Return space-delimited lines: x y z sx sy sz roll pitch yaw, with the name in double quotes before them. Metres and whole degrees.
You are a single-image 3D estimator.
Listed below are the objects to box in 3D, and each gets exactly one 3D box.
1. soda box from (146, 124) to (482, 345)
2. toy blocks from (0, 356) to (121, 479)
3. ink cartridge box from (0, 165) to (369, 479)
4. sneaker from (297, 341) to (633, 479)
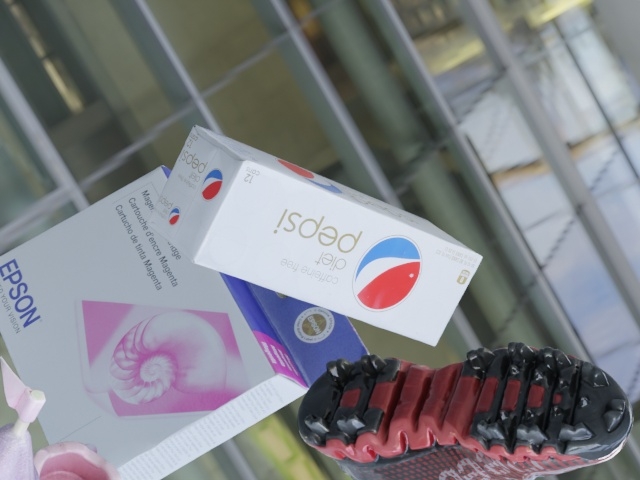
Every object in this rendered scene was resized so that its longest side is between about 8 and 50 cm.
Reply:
"soda box" 0.000 0.000 1.059 0.069 0.216 0.074 36 -78 51
"toy blocks" -0.147 0.253 0.901 0.309 0.288 0.260 -23 154 -49
"ink cartridge box" -0.165 0.075 1.720 0.330 0.071 0.324 -31 -127 -2
"sneaker" 0.121 0.150 1.240 0.276 0.135 0.097 -6 -137 36
